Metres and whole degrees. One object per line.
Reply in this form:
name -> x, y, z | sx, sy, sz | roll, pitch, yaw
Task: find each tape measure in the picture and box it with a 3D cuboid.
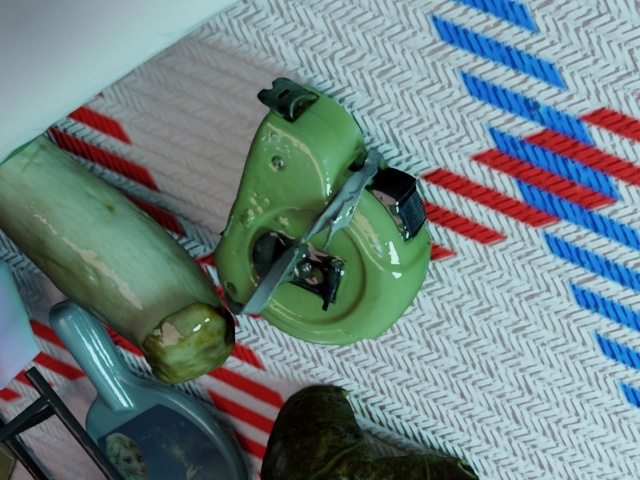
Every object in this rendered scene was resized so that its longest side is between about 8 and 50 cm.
tape measure -> 0.000, 0.000, 0.981 | 0.154, 0.087, 0.177 | 29, 128, 8

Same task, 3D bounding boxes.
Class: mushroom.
mushroom -> -0.196, -0.019, 1.064 | 0.333, 0.087, 0.107 | 40, 154, 8

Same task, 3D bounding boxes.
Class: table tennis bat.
table tennis bat -> -0.151, 0.148, 1.173 | 0.149, 0.038, 0.237 | -17, 111, 38

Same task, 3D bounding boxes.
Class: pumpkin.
pumpkin -> 0.030, 0.201, 1.073 | 0.183, 0.107, 0.119 | 26, 120, 9

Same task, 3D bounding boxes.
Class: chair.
chair -> -0.230, 0.259, 1.191 | 0.260, 0.154, 0.141 | 53, 141, -6

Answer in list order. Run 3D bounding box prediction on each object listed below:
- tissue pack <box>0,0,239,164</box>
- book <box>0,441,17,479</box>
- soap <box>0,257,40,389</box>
tissue pack -> -0.181, -0.221, 0.877 | 0.356, 0.194, 0.266 | -27, 102, 35
book -> -0.380, 0.222, 1.340 | 0.168, 0.013, 0.192 | 32, 126, 6
soap -> -0.404, 0.072, 1.156 | 0.324, 0.193, 0.109 | 0, 119, 25
